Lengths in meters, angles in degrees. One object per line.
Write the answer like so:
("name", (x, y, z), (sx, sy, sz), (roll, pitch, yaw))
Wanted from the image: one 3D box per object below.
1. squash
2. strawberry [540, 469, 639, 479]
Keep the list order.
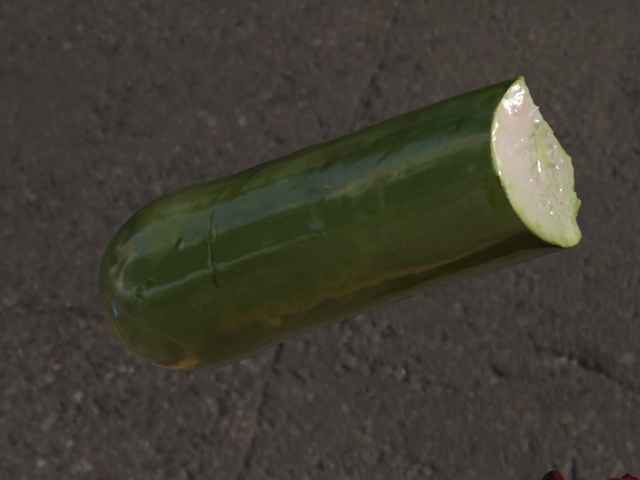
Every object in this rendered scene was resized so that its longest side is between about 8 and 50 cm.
("squash", (0.000, 0.000, 0.549), (0.250, 0.083, 0.083), (-18, 28, 44))
("strawberry", (0.125, 0.259, 0.576), (0.238, 0.250, 0.288), (-36, 39, 11))
